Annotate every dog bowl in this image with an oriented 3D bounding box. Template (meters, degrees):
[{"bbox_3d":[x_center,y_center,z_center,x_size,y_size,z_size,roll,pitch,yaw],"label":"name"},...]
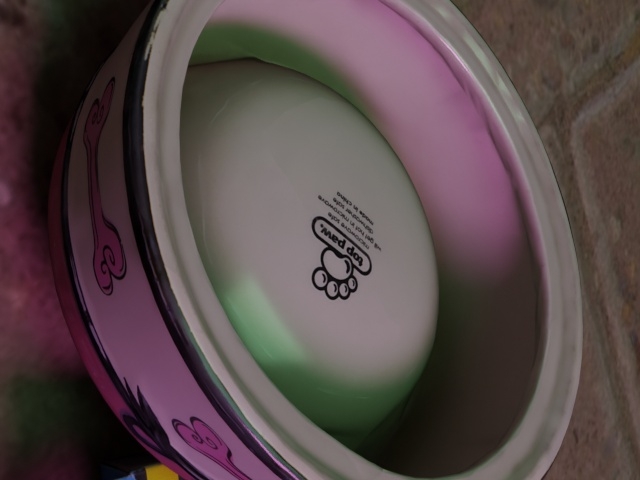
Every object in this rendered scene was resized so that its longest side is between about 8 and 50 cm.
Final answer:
[{"bbox_3d":[0.000,0.000,0.762,0.408,0.150,0.408,21,59,-40],"label":"dog bowl"}]

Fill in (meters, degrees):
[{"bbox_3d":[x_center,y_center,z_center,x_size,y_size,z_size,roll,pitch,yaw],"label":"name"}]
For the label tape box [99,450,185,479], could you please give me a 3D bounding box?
[{"bbox_3d":[-0.068,0.261,0.793,0.334,0.106,0.240,-3,84,-47],"label":"label tape box"}]
